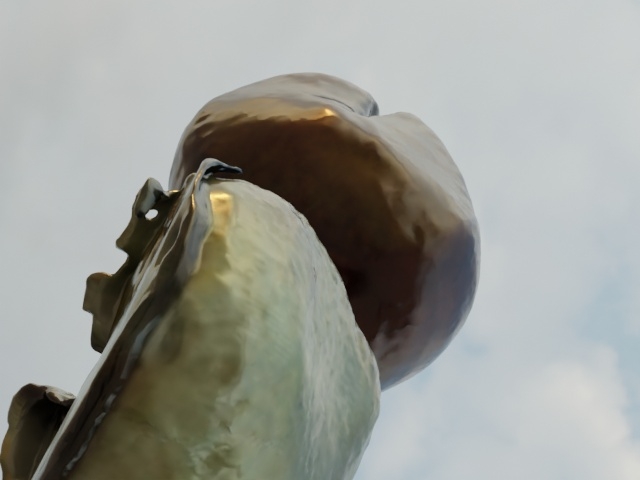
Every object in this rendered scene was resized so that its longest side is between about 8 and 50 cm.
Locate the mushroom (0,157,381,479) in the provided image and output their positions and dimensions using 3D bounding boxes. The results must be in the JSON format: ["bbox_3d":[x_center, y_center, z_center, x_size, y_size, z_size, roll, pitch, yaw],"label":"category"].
[{"bbox_3d":[-0.059,0.099,0.780,0.267,0.164,0.189,-55,-162,31],"label":"mushroom"}]

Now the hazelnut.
[{"bbox_3d":[0.000,0.000,1.095,0.251,0.217,0.217,42,-65,37],"label":"hazelnut"}]
